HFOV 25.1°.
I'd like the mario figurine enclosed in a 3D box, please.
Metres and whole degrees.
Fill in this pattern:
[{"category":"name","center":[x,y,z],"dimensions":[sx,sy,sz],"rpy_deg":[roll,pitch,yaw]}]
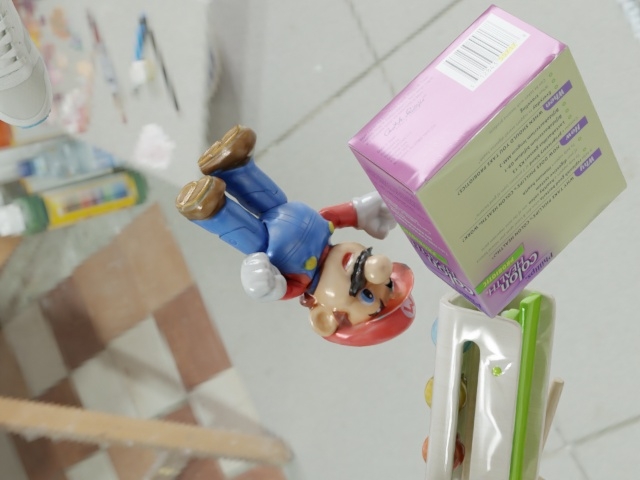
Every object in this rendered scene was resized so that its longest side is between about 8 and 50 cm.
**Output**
[{"category":"mario figurine","center":[0.000,0.000,1.686],"dimensions":[0.320,0.198,0.170],"rpy_deg":[39,180,-21]}]

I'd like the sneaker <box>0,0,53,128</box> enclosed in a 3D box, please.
[{"category":"sneaker","center":[-0.340,-0.213,1.440],"dimensions":[0.228,0.087,0.092],"rpy_deg":[64,173,-17]}]

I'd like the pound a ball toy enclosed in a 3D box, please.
[{"category":"pound a ball toy","center":[0.206,0.205,1.762],"dimensions":[0.136,0.208,0.319],"rpy_deg":[13,111,26]}]

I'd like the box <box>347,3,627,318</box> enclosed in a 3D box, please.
[{"category":"box","center":[0.180,-0.079,1.501],"dimensions":[0.117,0.213,0.243],"rpy_deg":[39,171,42]}]
